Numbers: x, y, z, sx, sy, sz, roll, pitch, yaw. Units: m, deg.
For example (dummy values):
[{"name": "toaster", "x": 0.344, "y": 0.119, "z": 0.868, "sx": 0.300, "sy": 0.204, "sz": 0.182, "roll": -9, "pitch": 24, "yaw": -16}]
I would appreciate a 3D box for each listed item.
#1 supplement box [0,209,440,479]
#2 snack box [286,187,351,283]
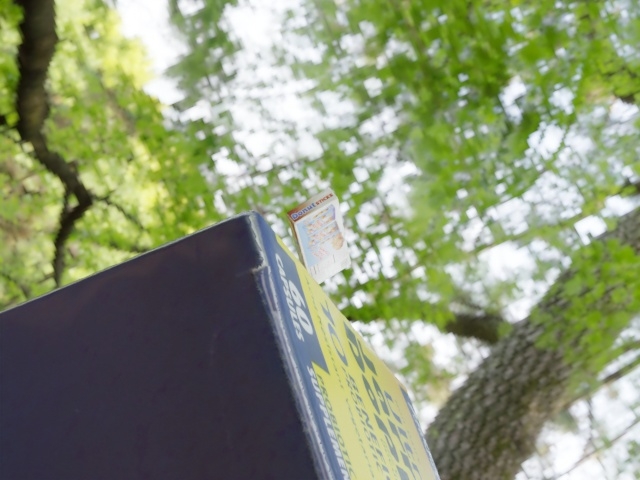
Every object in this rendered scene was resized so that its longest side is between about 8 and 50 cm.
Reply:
[{"name": "supplement box", "x": -0.043, "y": 0.159, "z": 0.600, "sx": 0.356, "sy": 0.195, "sz": 0.194, "roll": 53, "pitch": 16, "yaw": -66}, {"name": "snack box", "x": 0.000, "y": 0.000, "z": 1.449, "sx": 0.022, "sy": 0.064, "sz": 0.178, "roll": 55, "pitch": -10, "yaw": 27}]
